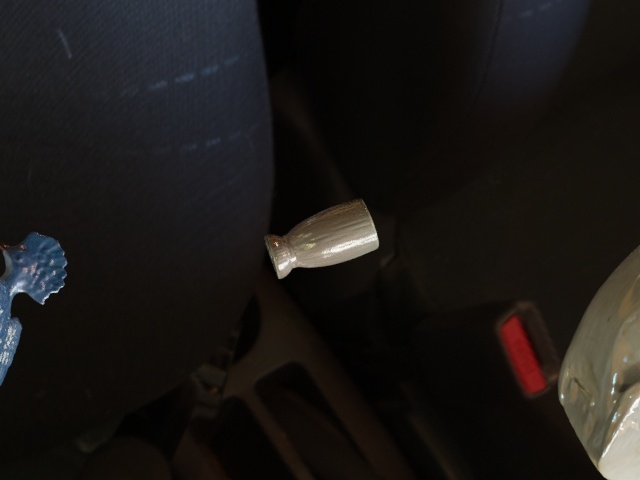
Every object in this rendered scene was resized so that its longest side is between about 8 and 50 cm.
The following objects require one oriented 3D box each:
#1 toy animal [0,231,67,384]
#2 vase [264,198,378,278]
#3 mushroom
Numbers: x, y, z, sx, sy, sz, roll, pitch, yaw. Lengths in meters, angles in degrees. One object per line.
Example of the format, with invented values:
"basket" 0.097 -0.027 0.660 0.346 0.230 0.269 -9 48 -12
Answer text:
"toy animal" -0.373 0.109 1.269 0.176 0.239 0.255 0 73 -8
"vase" 0.000 0.000 1.088 0.100 0.053 0.053 -19 68 -5
"mushroom" 0.240 0.060 0.799 0.108 0.247 0.096 29 10 22
